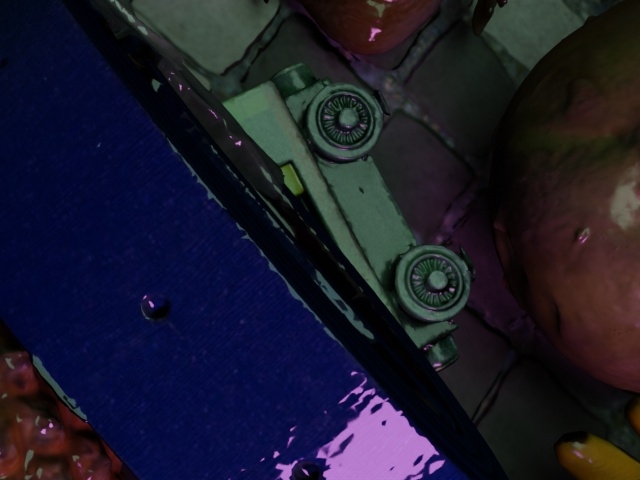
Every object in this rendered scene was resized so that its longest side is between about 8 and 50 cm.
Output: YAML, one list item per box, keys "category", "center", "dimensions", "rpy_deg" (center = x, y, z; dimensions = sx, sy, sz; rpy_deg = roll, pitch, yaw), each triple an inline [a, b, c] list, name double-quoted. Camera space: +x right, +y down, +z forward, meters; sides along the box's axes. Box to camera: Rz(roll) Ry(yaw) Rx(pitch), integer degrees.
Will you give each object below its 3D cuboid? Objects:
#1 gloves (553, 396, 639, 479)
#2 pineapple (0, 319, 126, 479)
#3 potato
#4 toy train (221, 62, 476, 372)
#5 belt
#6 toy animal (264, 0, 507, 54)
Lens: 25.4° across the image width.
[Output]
- category: "gloves"
  center: [0.239, 0.213, 0.835]
  dimensions: [0.294, 0.116, 0.133]
  rpy_deg: [39, 95, -10]
- category: "pineapple"
  center: [-0.163, 0.122, 0.660]
  dimensions: [0.193, 0.166, 0.166]
  rpy_deg: [52, 58, -20]
- category: "potato"
  center: [0.220, -0.047, 0.856]
  dimensions: [0.237, 0.300, 0.288]
  rpy_deg: [10, 36, -5]
- category: "toy train"
  center: [0.000, 0.000, 0.828]
  dimensions: [0.132, 0.083, 0.200]
  rpy_deg: [-27, 85, -19]
- category: "belt"
  center: [-0.052, 0.025, 0.678]
  dimensions: [0.117, 0.212, 0.347]
  rpy_deg: [-40, 93, 8]
- category: "toy animal"
  center: [0.040, -0.206, 0.915]
  dimensions: [0.179, 0.089, 0.188]
  rpy_deg: [16, 71, -3]
